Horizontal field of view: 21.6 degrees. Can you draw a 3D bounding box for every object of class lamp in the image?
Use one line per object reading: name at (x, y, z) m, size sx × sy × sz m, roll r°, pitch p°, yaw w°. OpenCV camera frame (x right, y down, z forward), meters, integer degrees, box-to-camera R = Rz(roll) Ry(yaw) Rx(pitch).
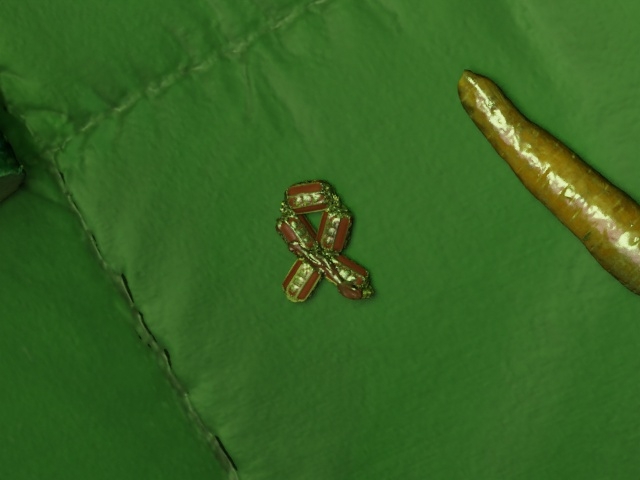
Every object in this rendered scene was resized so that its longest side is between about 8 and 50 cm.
lamp at (0.000, 0.000, 1.122) m, size 0.063 × 0.031 × 0.083 m, roll -5°, pitch 100°, yaw 14°

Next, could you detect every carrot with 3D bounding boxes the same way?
carrot at (0.157, -0.038, 1.068) m, size 0.191 × 0.047 × 0.047 m, roll 45°, pitch 110°, yaw 2°

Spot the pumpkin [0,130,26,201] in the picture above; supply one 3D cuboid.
pumpkin at (-0.360, -0.052, 1.074) m, size 0.293 × 0.263 × 0.197 m, roll -30°, pitch 93°, yaw 17°
